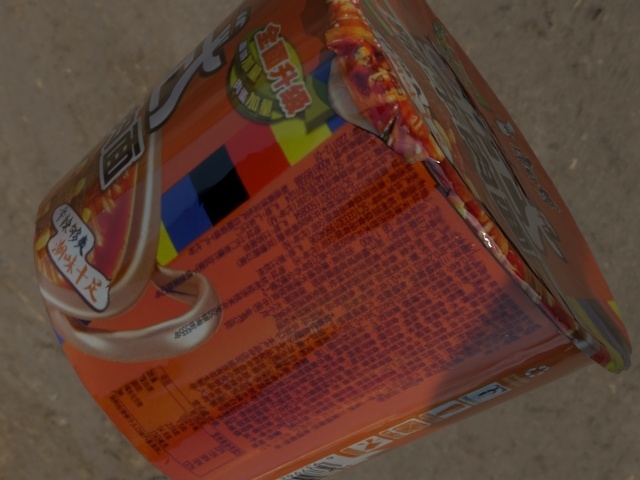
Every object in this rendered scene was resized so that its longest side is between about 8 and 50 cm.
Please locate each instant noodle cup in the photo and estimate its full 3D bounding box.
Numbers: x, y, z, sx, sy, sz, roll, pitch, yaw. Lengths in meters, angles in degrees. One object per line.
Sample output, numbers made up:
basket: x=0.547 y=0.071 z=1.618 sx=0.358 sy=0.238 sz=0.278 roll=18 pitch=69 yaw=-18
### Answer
instant noodle cup: x=0.000 y=0.000 z=0.512 sx=0.192 sy=0.250 sz=0.250 roll=-34 pitch=107 yaw=18
